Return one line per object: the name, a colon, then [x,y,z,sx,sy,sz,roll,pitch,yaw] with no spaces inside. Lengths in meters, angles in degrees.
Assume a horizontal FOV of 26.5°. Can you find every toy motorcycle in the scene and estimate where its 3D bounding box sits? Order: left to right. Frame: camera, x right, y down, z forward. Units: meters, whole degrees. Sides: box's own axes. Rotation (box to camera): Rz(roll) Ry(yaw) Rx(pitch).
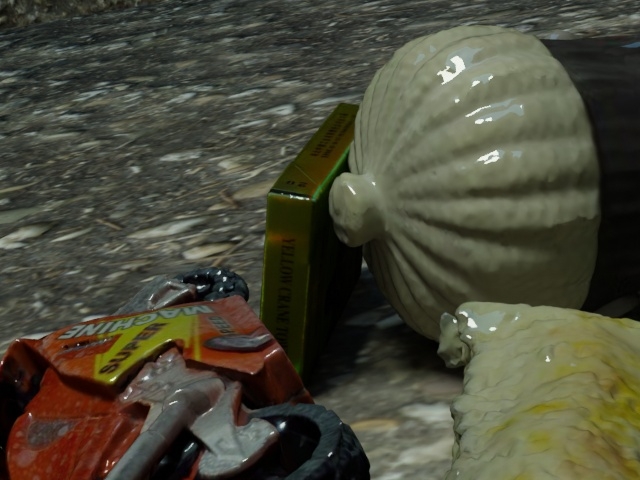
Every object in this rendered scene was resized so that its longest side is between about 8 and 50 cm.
toy motorcycle: [-0.079,0.092,0.632,0.171,0.089,0.298,-25,20,-8]

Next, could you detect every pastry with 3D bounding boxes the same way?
pastry: [0.095,0.096,0.503,0.121,0.089,0.258,-6,19,11]

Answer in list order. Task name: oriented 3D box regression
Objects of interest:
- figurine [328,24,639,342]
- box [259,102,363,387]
figurine: [0.174,-0.048,0.747,0.332,0.185,0.204,-13,-14,11]
box: [0.000,0.000,0.816,0.030,0.121,0.193,9,21,10]
